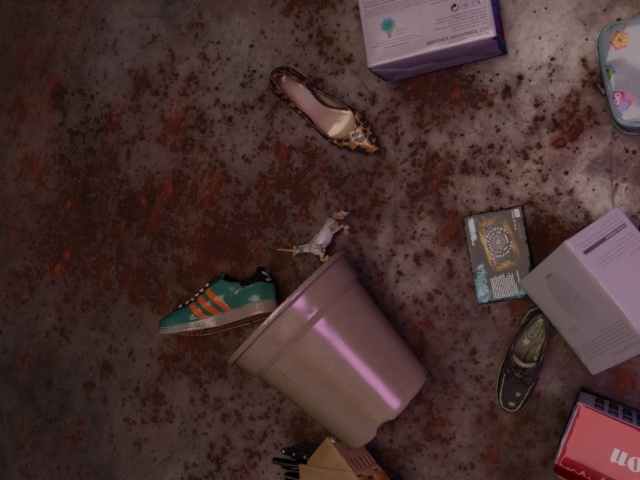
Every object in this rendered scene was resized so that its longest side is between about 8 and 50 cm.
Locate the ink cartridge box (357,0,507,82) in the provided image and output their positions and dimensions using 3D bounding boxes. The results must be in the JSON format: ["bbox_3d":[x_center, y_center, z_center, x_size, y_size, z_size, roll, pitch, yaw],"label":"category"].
[{"bbox_3d":[0.212,-0.555,1.590,0.270,0.151,0.395,-10,86,19],"label":"ink cartridge box"}]

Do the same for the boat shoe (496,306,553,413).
[{"bbox_3d":[0.400,0.239,1.535,0.080,0.073,0.223,21,95,20],"label":"boat shoe"}]

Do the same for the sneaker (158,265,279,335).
[{"bbox_3d":[-0.236,0.142,1.766,0.302,0.108,0.121,-15,74,17],"label":"sneaker"}]

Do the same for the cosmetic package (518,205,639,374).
[{"bbox_3d":[0.515,0.097,1.402,0.138,0.224,0.225,-30,76,-18],"label":"cosmetic package"}]

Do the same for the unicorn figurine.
[{"bbox_3d":[0.000,0.000,1.694,0.162,0.111,0.060,-42,115,-7],"label":"unicorn figurine"}]

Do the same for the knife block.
[{"bbox_3d":[0.018,0.528,1.622,0.276,0.088,0.242,49,120,30],"label":"knife block"}]

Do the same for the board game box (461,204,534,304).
[{"bbox_3d":[0.365,0.030,1.580,0.126,0.026,0.186,-11,85,20],"label":"board game box"}]

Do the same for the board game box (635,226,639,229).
[{"bbox_3d":[0.627,0.024,1.448,0.181,0.092,0.043,35,100,18],"label":"board game box"}]

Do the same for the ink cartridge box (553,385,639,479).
[{"bbox_3d":[0.582,0.391,1.358,0.309,0.272,0.130,21,96,19],"label":"ink cartridge box"}]

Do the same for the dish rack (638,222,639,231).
[{"bbox_3d":[0.696,-0.077,1.390,0.208,0.074,0.271,21,74,10],"label":"dish rack"}]

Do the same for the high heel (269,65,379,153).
[{"bbox_3d":[0.005,-0.268,1.638,0.261,0.186,0.093,41,102,17],"label":"high heel"}]

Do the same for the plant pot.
[{"bbox_3d":[0.035,0.238,1.565,0.305,0.334,0.334,46,103,4],"label":"plant pot"}]

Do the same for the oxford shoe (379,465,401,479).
[{"bbox_3d":[0.105,0.579,1.646,0.076,0.076,0.212,21,93,44],"label":"oxford shoe"}]

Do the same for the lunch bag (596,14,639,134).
[{"bbox_3d":[0.660,-0.317,1.439,0.279,0.108,0.224,-12,87,20],"label":"lunch bag"}]
